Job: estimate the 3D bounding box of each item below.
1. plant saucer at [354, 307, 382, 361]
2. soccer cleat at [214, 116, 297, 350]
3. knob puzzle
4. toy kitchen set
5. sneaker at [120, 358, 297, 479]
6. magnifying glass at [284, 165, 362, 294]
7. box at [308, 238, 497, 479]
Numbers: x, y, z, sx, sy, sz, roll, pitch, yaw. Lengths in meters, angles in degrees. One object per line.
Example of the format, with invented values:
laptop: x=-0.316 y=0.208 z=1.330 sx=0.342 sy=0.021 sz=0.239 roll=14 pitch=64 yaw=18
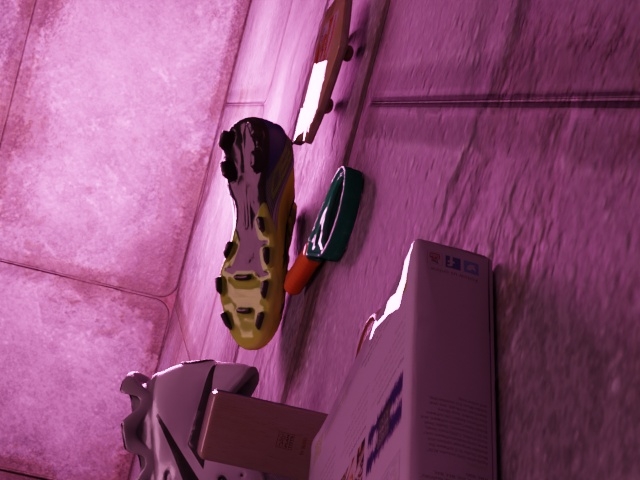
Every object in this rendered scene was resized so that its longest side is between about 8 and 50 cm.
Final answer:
plant saucer: x=0.041 y=0.088 z=1.090 sx=0.083 sy=0.015 sz=0.083 roll=-165 pitch=90 yaw=-81
soccer cleat: x=-0.062 y=-0.008 z=1.696 sx=0.093 sy=0.121 sz=0.289 roll=-12 pitch=71 yaw=34
knob puzzle: x=0.016 y=-0.202 z=1.633 sx=0.213 sy=0.030 sz=0.213 roll=-165 pitch=90 yaw=-81
toy kitchen set: x=-0.059 y=0.230 z=1.140 sx=0.166 sy=0.122 sz=0.207 roll=167 pitch=117 yaw=-80
sneaker: x=-0.085 y=0.268 z=1.275 sx=0.122 sy=0.146 sz=0.330 roll=22 pitch=-124 yaw=-73
magnifying glass: x=0.000 y=0.000 z=1.442 sx=0.231 sy=0.026 sz=0.092 roll=120 pitch=162 yaw=-61
box: x=0.039 y=0.192 z=0.824 sx=0.232 sy=0.058 sz=0.322 roll=113 pitch=168 yaw=-45
